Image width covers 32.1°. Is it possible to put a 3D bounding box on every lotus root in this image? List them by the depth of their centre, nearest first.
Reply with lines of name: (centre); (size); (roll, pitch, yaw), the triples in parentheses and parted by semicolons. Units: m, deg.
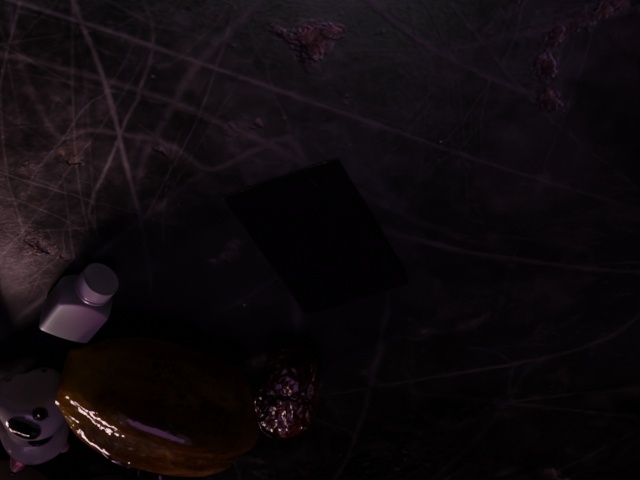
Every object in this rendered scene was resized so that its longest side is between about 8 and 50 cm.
lotus root: (-0.243, 0.239, 1.596); (0.291, 0.193, 0.193); (21, 134, -25)

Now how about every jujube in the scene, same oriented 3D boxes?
jujube: (-0.045, 0.222, 1.653); (0.104, 0.104, 0.166); (9, 127, -14)

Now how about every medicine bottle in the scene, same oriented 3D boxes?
medicine bottle: (-0.321, 0.083, 1.499); (0.074, 0.055, 0.118); (22, 134, -26)

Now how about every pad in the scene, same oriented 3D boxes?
pad: (0.000, 0.000, 1.465); (0.160, 0.009, 0.265); (-17, 136, 16)

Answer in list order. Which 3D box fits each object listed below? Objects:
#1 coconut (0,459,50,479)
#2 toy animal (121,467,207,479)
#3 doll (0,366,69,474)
coconut: (-0.537, 0.521, 1.831); (0.323, 0.323, 0.323); (-2, 139, -2)
toy animal: (-0.242, 0.402, 1.807); (0.115, 0.146, 0.245); (-6, 138, 12)
doll: (-0.431, 0.266, 1.669); (0.110, 0.106, 0.180); (-13, 150, -22)
